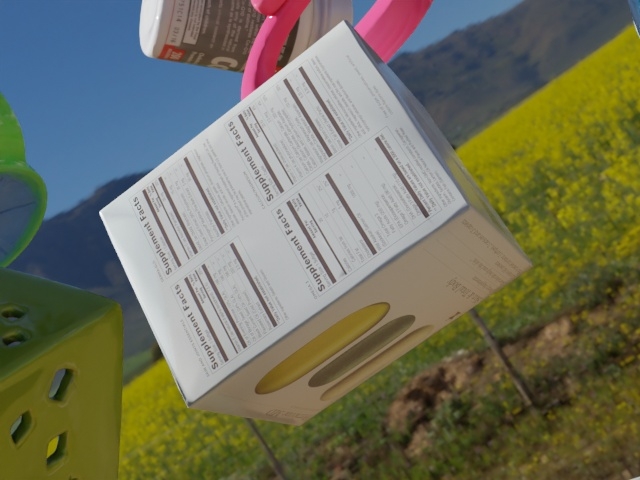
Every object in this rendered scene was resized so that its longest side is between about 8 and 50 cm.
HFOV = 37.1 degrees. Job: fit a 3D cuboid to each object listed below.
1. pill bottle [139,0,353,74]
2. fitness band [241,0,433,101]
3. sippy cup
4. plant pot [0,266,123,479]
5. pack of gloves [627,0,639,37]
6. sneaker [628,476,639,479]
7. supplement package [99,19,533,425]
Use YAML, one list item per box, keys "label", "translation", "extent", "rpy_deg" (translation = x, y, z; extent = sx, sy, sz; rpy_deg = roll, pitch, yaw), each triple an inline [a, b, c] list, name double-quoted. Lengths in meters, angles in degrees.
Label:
- label: "pill bottle"
  translation: [-0.107, -0.324, 1.387]
  extent: [0.283, 0.161, 0.161]
  rpy_deg: [6, -18, -21]
- label: "fitness band"
  translation: [0.013, -0.237, 0.983]
  extent: [0.054, 0.209, 0.291]
  rpy_deg: [20, -54, -38]
- label: "sippy cup"
  translation: [-0.545, -0.077, 1.335]
  extent: [0.305, 0.224, 0.240]
  rpy_deg: [-44, -21, -14]
- label: "plant pot"
  translation: [-0.268, 0.146, 0.569]
  extent: [0.227, 0.228, 0.207]
  rpy_deg: [11, 18, 15]
- label: "pack of gloves"
  translation: [0.311, -0.166, 0.894]
  extent: [0.046, 0.232, 0.195]
  rpy_deg: [2, 6, 21]
- label: "sneaker"
  translation: [0.150, 0.194, 0.526]
  extent: [0.292, 0.110, 0.118]
  rpy_deg: [-18, -51, -41]
- label: "supplement package"
  translation: [0.000, 0.000, 0.811]
  extent: [0.263, 0.198, 0.199]
  rpy_deg: [-36, -26, 13]
